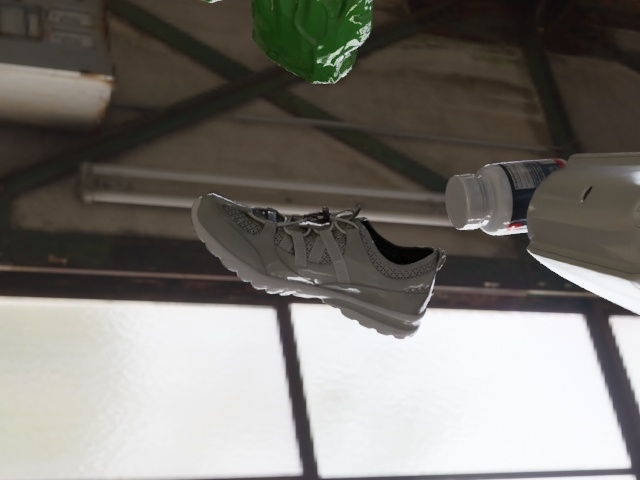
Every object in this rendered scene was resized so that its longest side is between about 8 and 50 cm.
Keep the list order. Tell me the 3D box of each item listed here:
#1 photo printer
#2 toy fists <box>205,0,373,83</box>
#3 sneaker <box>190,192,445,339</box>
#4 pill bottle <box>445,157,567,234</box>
[{"bbox_3d":[0.302,0.026,0.763,0.307,0.256,0.107,-146,-99,-83],"label":"photo printer"},{"bbox_3d":[-0.059,-0.271,1.000,0.279,0.096,0.142,40,-25,20],"label":"toy fists"},{"bbox_3d":[0.000,0.000,1.152,0.115,0.281,0.105,-62,-161,21],"label":"sneaker"},{"bbox_3d":[0.284,-0.063,1.624,0.108,0.180,0.108,174,-90,-72],"label":"pill bottle"}]
